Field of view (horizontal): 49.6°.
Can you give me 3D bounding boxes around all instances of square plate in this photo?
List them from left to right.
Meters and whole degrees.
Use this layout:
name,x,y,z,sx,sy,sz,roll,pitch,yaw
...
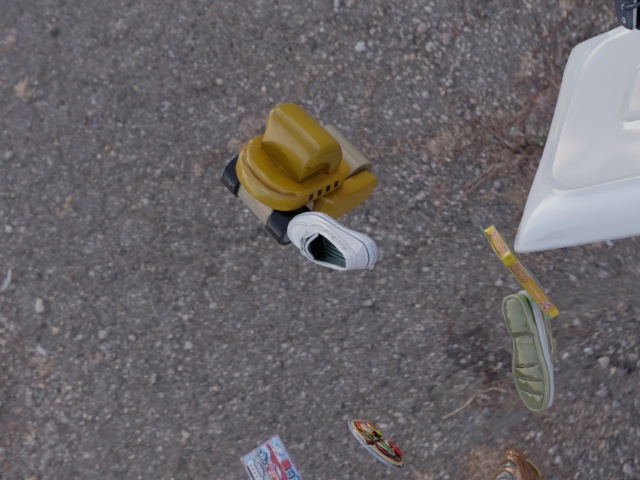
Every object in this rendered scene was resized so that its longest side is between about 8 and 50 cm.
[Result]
name,x,y,z,sx,sy,sz,roll,pitch,yaw
square plate,0.385,-0.157,0.753,0.347,0.049,0.344,-13,46,50

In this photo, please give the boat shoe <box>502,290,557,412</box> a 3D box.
name,x,y,z,sx,sy,sz,roll,pitch,yaw
boat shoe,0.544,0.274,1.739,0.113,0.103,0.303,-5,96,56

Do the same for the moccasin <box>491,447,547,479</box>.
name,x,y,z,sx,sy,sz,roll,pitch,yaw
moccasin,0.544,0.651,1.710,0.139,0.380,0.147,-21,31,45

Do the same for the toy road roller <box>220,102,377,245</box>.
name,x,y,z,sx,sy,sz,roll,pitch,yaw
toy road roller,-0.021,-0.165,1.406,0.202,0.329,0.241,46,139,16

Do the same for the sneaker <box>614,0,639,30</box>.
name,x,y,z,sx,sy,sz,roll,pitch,yaw
sneaker,0.311,-0.259,0.631,0.086,0.163,0.226,-17,33,21

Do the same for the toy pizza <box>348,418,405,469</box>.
name,x,y,z,sx,sy,sz,roll,pitch,yaw
toy pizza,0.162,0.561,1.938,0.201,0.201,0.032,40,94,24

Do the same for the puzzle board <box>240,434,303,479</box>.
name,x,y,z,sx,sy,sz,roll,pitch,yaw
puzzle board,-0.100,0.489,1.458,0.096,0.011,0.128,-33,64,-1

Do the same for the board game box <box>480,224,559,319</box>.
name,x,y,z,sx,sy,sz,roll,pitch,yaw
board game box,0.466,0.068,1.626,0.039,0.259,0.124,-39,28,16

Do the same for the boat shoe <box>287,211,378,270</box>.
name,x,y,z,sx,sy,sz,roll,pitch,yaw
boat shoe,0.000,0.000,1.231,0.226,0.075,0.083,14,113,49

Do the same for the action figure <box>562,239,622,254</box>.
name,x,y,z,sx,sy,sz,roll,pitch,yaw
action figure,0.594,-0.061,1.497,0.275,0.140,0.164,-32,48,40
